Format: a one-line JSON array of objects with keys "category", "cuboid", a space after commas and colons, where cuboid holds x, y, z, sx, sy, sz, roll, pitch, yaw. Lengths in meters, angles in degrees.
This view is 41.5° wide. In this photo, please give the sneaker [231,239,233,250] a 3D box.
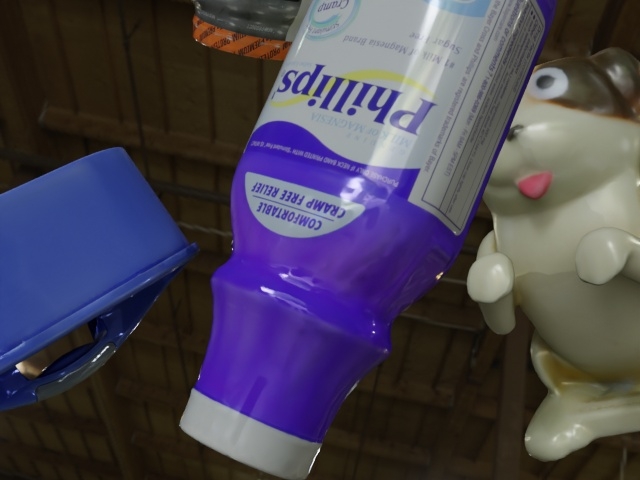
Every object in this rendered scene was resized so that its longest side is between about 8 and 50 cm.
[{"category": "sneaker", "cuboid": [0.000, 0.000, 0.951, 0.147, 0.145, 0.385, 35, 3, 0]}]

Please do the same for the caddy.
[{"category": "caddy", "cuboid": [-0.275, 0.059, 0.805, 0.241, 0.341, 0.179, -26, -84, 52]}]

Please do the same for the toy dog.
[{"category": "toy dog", "cuboid": [0.328, -0.015, 0.970, 0.284, 0.395, 0.408, -16, -73, 49]}]

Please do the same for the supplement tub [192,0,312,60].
[{"category": "supplement tub", "cuboid": [-0.060, -0.389, 1.013, 0.193, 0.193, 0.316, 12, -67, 5]}]

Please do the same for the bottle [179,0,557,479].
[{"category": "bottle", "cuboid": [0.018, -0.028, 0.417, 0.118, 0.283, 0.092, 19, -8, 34]}]
